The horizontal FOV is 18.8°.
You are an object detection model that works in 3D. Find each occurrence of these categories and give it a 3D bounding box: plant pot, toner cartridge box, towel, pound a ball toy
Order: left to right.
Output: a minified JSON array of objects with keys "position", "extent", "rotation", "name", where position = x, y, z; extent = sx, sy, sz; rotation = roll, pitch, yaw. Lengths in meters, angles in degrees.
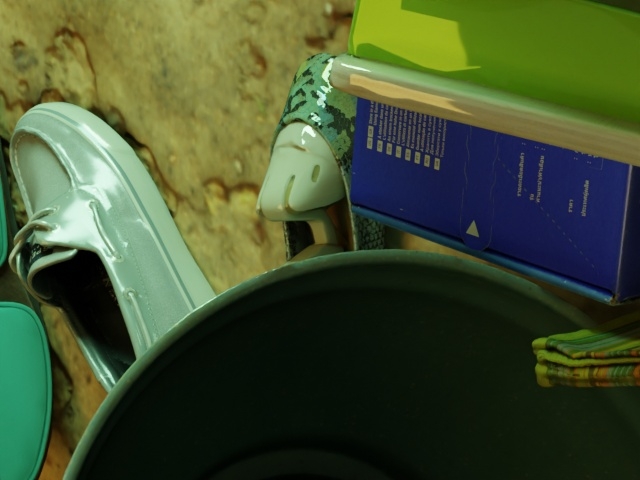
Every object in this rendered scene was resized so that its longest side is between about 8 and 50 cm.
[{"position":[0.011,0.166,0.861],"extent":[0.196,0.293,0.293],"rotation":[139,114,-72],"name":"plant pot"},{"position":[0.104,-0.163,0.810],"extent":[0.165,0.075,0.347],"rotation":[22,114,45],"name":"toner cartridge box"},{"position":[0.186,0.029,0.710],"extent":[0.237,0.102,0.021],"rotation":[-9,98,59],"name":"towel"},{"position":[0.184,-0.121,0.645],"extent":[0.319,0.136,0.208],"rotation":[14,107,14],"name":"pound a ball toy"}]

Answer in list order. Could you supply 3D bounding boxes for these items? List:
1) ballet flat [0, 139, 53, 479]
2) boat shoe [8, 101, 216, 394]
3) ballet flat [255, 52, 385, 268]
[{"position":[-0.228,0.040,1.232],"extent":[0.096,0.095,0.280],"rotation":[-27,67,58],"name":"ballet flat"},{"position":[-0.132,0.009,1.111],"extent":[0.227,0.081,0.079],"rotation":[54,133,25],"name":"boat shoe"},{"position":[0.000,0.000,0.973],"extent":[0.070,0.070,0.188],"rotation":[-9,91,49],"name":"ballet flat"}]
